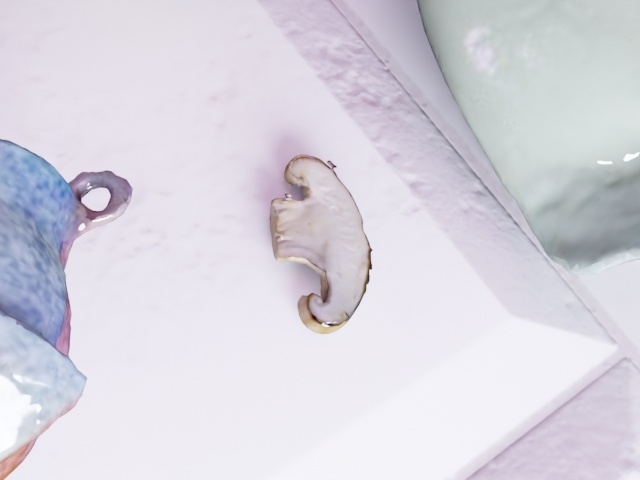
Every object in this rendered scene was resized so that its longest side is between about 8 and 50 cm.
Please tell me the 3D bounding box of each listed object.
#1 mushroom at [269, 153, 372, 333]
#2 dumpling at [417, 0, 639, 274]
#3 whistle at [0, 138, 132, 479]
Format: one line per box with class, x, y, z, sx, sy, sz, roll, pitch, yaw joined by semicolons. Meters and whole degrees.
mushroom;-0.001;0.000;0.487;0.049;0.019;0.101;7;55;-18
dumpling;0.186;-0.158;0.557;0.270;0.212;0.320;-23;81;7
whistle;-0.206;0.063;0.313;0.346;0.134;0.142;-34;79;-24
